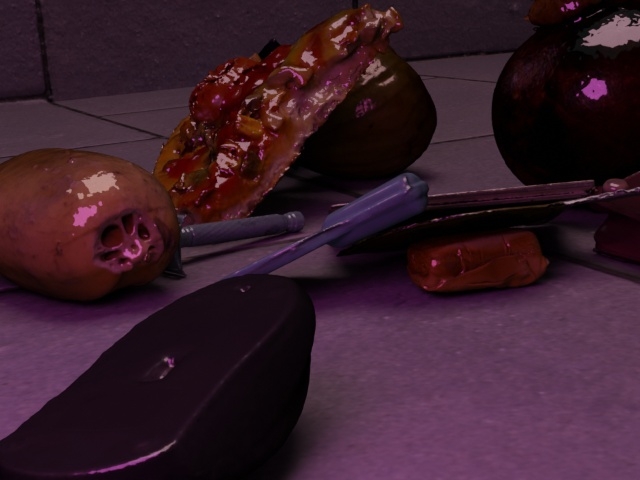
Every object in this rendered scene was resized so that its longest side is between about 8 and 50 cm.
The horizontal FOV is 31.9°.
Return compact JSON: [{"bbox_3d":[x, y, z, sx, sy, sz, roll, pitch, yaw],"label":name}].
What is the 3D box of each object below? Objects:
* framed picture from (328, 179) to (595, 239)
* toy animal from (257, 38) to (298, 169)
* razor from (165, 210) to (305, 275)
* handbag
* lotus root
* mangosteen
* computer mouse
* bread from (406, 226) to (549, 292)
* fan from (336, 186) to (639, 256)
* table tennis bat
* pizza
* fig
[{"bbox_3d":[0.142,-0.028,1.218,0.274,0.017,0.217,-5,-8,1],"label":"framed picture"},{"bbox_3d":[-0.056,-0.224,1.798,0.122,0.185,0.298,22,-21,23],"label":"toy animal"},{"bbox_3d":[-0.110,-0.013,1.301,0.106,0.068,0.232,10,15,43],"label":"razor"},{"bbox_3d":[0.405,-0.041,1.136,0.216,0.074,0.203,-24,23,-18],"label":"handbag"},{"bbox_3d":[-0.280,-0.026,1.185,0.169,0.152,0.342,-17,19,-38],"label":"lotus root"},{"bbox_3d":[0.354,-0.182,1.376,0.297,0.293,0.297,-1,-26,-1],"label":"mangosteen"},{"bbox_3d":[-0.085,0.109,0.710,0.137,0.086,0.269,-6,19,27],"label":"computer mouse"},{"bbox_3d":[0.151,0.021,1.091,0.132,0.053,0.074,-8,10,-18],"label":"bread"},{"bbox_3d":[0.176,-0.021,1.119,0.335,0.011,0.229,-11,-6,12],"label":"fan"},{"bbox_3d":[0.000,0.000,1.073,0.244,0.040,0.153,-27,-1,32],"label":"table tennis bat"},{"bbox_3d":[-0.074,-0.197,1.499,0.406,0.130,0.440,-40,21,11],"label":"pizza"},{"bbox_3d":[0.008,-0.162,1.644,0.321,0.217,0.217,-30,24,-23],"label":"fig"}]
